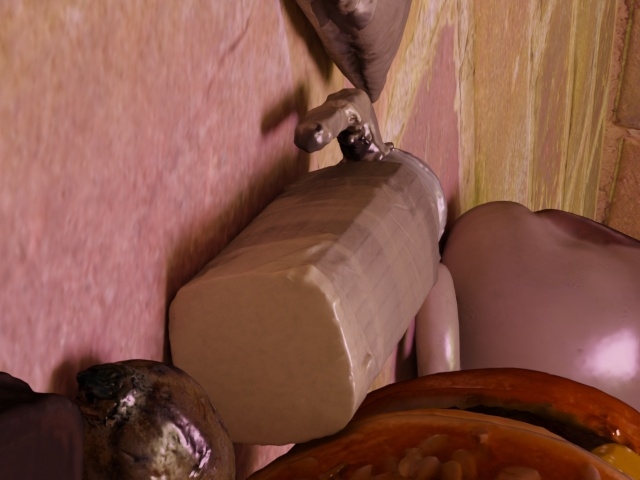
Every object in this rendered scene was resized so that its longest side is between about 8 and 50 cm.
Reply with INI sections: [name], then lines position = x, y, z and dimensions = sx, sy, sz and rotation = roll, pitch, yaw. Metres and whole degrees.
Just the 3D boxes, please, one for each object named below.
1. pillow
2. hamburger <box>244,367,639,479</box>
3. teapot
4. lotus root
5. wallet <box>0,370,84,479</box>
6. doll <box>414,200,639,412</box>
[pillow]
position = 0.036, -0.193, 0.687
dimensions = 0.148, 0.050, 0.230
rotation = 75, 28, -75
[hamburger]
position = 0.060, 0.198, 0.604
dimensions = 0.225, 0.291, 0.291
rotation = -34, 133, -79
[teapot]
position = 0.000, 0.000, 0.631
dimensions = 0.200, 0.077, 0.107
rotation = -48, 126, -65
[lotus root]
position = -0.057, 0.072, 0.492
dimensions = 0.099, 0.049, 0.054
rotation = 70, 34, -53
[wallet]
position = -0.118, 0.188, 0.336
dimensions = 0.165, 0.042, 0.310
rotation = -13, 113, -75
[doll]
position = 0.244, 0.082, 1.182
dimensions = 0.226, 0.370, 0.215
rotation = -107, -161, -72
